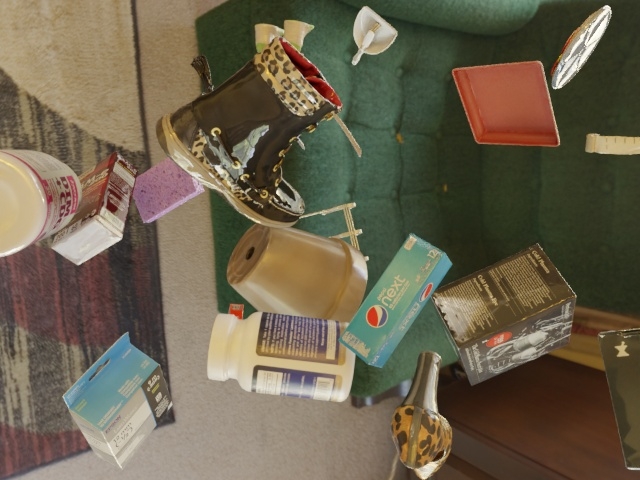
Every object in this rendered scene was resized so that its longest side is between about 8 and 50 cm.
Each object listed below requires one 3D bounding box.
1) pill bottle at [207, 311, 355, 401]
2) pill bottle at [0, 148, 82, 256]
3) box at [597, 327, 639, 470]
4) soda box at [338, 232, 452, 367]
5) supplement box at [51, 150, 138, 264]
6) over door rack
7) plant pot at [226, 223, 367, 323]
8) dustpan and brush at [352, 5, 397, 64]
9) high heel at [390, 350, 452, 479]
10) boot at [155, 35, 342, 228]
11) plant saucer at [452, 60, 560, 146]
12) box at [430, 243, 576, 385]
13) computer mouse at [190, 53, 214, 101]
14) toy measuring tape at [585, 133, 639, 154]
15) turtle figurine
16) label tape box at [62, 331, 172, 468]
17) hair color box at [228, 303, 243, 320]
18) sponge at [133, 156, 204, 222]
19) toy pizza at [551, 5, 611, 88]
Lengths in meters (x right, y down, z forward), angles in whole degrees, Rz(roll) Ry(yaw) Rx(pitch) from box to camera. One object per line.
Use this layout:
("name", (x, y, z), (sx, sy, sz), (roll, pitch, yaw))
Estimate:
("pill bottle", (-0.074, 0.218, 0.956), (0.265, 0.153, 0.153), (8, 92, -3))
("pill bottle", (-0.511, -0.074, 0.843), (0.161, 0.283, 0.160), (-2, 101, -12))
("box", (0.677, 0.274, 0.821), (0.395, 0.294, 0.211), (30, 53, -45))
("soda box", (0.122, 0.098, 0.804), (0.210, 0.067, 0.071), (-55, 150, -1))
("supplement box", (-0.483, -0.076, 1.079), (0.130, 0.239, 0.073), (-28, 131, 16))
("over door rack", (0.000, 0.000, 1.916), (0.324, 0.108, 0.239), (-13, 85, -8))
("plant pot", (-0.083, 0.093, 1.339), (0.280, 0.323, 0.323), (33, 76, -31))
("dustpan and brush", (0.160, -0.684, 1.723), (0.147, 0.211, 0.060), (38, 71, -3))
("high heel", (0.140, 0.318, 0.733), (0.186, 0.093, 0.261), (-56, 146, -56))
("boot", (-0.081, -0.186, 0.954), (0.284, 0.138, 0.377), (-33, 137, 20))
("plant saucer", (0.516, -0.378, 1.366), (0.047, 0.258, 0.259), (-48, 127, -22))
("box", (0.504, 0.219, 1.377), (0.313, 0.178, 0.343), (-27, 143, 6))
("computer mouse", (-0.311, -0.350, 1.253), (0.060, 0.262, 0.184), (-16, 92, -20))
("toy measuring tape", (0.735, -0.213, 1.029), (0.121, 0.330, 0.121), (5, 90, -65))
("turtle figurine", (-0.060, -0.323, 1.089), (0.275, 0.198, 0.266), (1, 102, -16))
("label tape box", (-0.591, 0.483, 1.494), (0.249, 0.115, 0.347), (-54, 157, -43))
("hair color box", (-0.269, 0.276, 1.553), (0.043, 0.072, 0.141), (5, 66, -13))
("sponge", (-0.399, -0.137, 1.277), (0.031, 0.210, 0.117), (-17, 84, -61))
("toy pizza", (0.608, -0.457, 1.178), (0.201, 0.032, 0.201), (-38, 154, -22))
